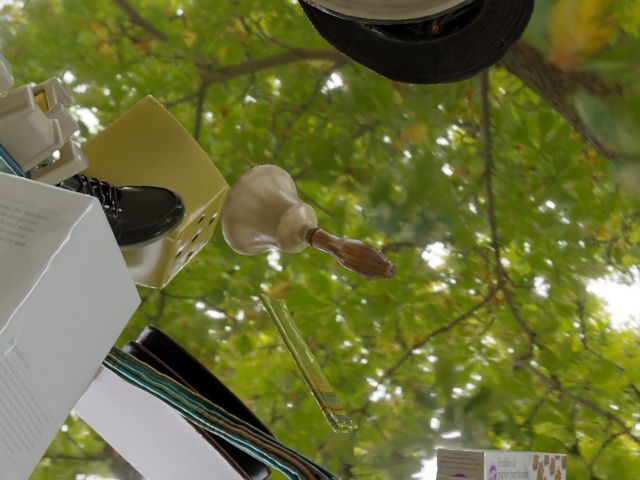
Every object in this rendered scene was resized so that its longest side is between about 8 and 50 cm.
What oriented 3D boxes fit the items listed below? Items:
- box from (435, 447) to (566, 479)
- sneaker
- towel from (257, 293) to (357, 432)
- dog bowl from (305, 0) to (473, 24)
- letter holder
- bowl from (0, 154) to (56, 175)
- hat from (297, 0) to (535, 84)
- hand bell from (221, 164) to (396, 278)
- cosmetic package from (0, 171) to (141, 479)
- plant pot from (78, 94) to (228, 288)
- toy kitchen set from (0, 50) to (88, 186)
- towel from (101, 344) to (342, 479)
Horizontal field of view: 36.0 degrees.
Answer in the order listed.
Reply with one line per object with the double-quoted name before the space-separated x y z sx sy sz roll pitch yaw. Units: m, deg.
"box" 0.243 0.304 1.280 0.067 0.324 0.063 -3 -103 30
"sneaker" -0.287 -0.048 1.287 0.222 0.118 0.083 -9 -124 -11
"towel" -0.019 0.185 1.494 0.021 0.102 0.237 -32 -106 5
"dog bowl" 0.094 -0.466 1.203 0.408 0.150 0.407 2 -82 12
"letter holder" -0.201 0.274 1.527 0.302 0.152 0.214 43 -42 0
"bowl" -0.537 -0.102 1.567 0.312 0.163 0.311 21 -50 27
"hat" 0.128 -0.333 1.393 0.332 0.134 0.331 0 -111 0
"hand bell" 0.000 0.000 1.220 0.242 0.126 0.126 26 -89 41
"cosmetic package" -0.294 0.063 0.727 0.224 0.138 0.224 15 -124 20
"plant pot" -0.267 -0.054 1.514 0.187 0.212 0.212 35 -42 8
"toy kitchen set" -0.368 -0.154 1.091 0.122 0.207 0.166 -27 -132 3
"towel" -0.125 0.227 1.205 0.370 0.271 0.040 27 -104 19
